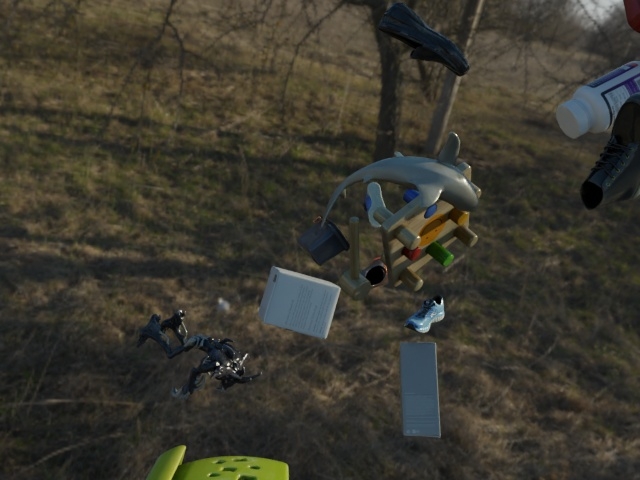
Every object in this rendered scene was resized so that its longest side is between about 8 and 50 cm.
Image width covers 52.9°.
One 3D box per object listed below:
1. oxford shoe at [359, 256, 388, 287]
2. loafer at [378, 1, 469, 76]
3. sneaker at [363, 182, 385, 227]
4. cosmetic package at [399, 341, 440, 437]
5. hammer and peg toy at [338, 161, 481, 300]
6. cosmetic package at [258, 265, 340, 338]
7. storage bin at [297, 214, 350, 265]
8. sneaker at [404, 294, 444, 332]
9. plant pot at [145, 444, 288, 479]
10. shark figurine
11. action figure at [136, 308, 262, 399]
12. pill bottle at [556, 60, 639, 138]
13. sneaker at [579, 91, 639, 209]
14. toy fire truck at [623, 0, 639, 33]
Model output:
[{"bbox_3d":[0.207,0.115,2.220,0.271,0.097,0.098,-28,5,-43],"label":"oxford shoe"},{"bbox_3d":[0.226,-0.426,1.408,0.223,0.078,0.076,36,3,-6],"label":"loafer"},{"bbox_3d":[0.169,-0.097,2.010,0.058,0.085,0.152,-5,65,-4],"label":"sneaker"},{"bbox_3d":[0.259,0.391,1.694,0.107,0.238,0.127,1,-12,7],"label":"cosmetic package"},{"bbox_3d":[0.208,-0.002,1.475,0.361,0.266,0.127,-36,57,-15],"label":"hammer and peg toy"},{"bbox_3d":[-0.063,0.172,1.808,0.183,0.151,0.151,16,-1,-11],"label":"cosmetic package"},{"bbox_3d":[0.000,0.000,1.594,0.091,0.098,0.135,-38,23,-8],"label":"storage bin"},{"bbox_3d":[0.273,0.187,1.691,0.063,0.073,0.162,19,28,32],"label":"sneaker"},{"bbox_3d":[-0.173,0.437,0.920,0.207,0.228,0.227,18,3,-3],"label":"plant pot"},{"bbox_3d":[0.141,-0.088,1.081,0.278,0.166,0.116,1,49,1],"label":"shark figurine"},{"bbox_3d":[-0.269,0.271,1.448,0.275,0.141,0.164,30,22,19],"label":"action figure"},{"bbox_3d":[0.613,-0.297,1.384,0.193,0.108,0.108,-27,30,-5],"label":"pill bottle"},{"bbox_3d":[0.565,-0.160,1.214,0.118,0.222,0.083,-21,34,-23],"label":"sneaker"},{"bbox_3d":[0.738,-0.525,1.359,0.253,0.169,0.302,16,60,-19],"label":"toy fire truck"}]
